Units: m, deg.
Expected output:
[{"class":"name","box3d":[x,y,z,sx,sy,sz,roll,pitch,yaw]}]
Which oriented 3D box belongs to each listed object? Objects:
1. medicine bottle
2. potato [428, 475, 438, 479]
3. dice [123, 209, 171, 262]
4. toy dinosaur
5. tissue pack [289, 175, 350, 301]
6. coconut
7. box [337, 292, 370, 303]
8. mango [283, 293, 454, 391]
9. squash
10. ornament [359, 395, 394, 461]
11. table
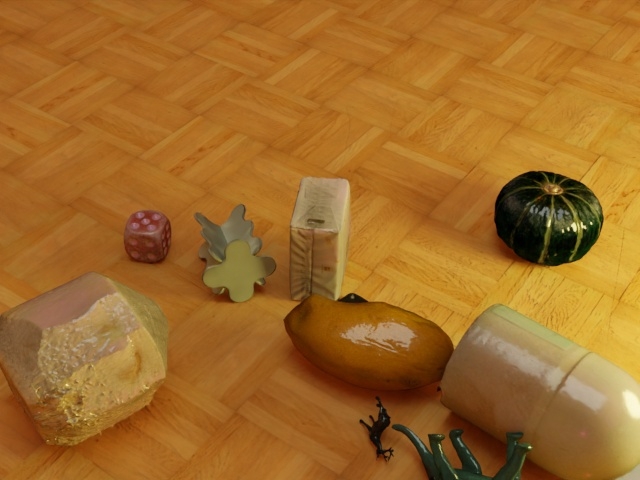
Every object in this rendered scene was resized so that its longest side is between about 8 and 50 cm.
[{"class":"medicine bottle","box3d":[0.449,0.308,1.676,0.406,0.235,0.236,30,49,29]},{"class":"potato","box3d":[0.193,0.534,1.519,0.138,0.098,0.243,-28,51,31]},{"class":"dice","box3d":[-0.403,-0.011,2.124,0.091,0.093,0.094,7,43,6]},{"class":"toy dinosaur","box3d":[0.273,0.502,1.586,0.129,0.330,0.384,5,-7,-43]},{"class":"tissue pack","box3d":[0.000,0.000,2.022,0.124,0.225,0.185,7,43,7]},{"class":"coconut","box3d":[-0.435,0.214,1.727,0.310,0.297,0.297,-29,50,-23]},{"class":"box","box3d":[0.073,0.173,1.978,0.126,0.027,0.125,33,50,30]},{"class":"mango","box3d":[0.096,0.209,1.844,0.360,0.144,0.186,8,58,10]},{"class":"squash","box3d":[0.535,-0.056,2.142,0.252,0.165,0.252,1,38,-1]},{"class":"ornament","box3d":[0.115,0.366,1.733,0.028,0.073,0.125,18,29,-28]},{"class":"table","box3d":[-0.207,0.017,2.062,0.167,0.166,0.198,-12,36,-14]}]
